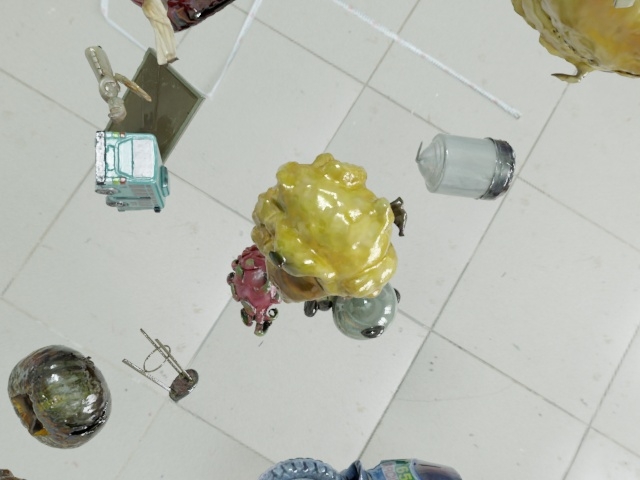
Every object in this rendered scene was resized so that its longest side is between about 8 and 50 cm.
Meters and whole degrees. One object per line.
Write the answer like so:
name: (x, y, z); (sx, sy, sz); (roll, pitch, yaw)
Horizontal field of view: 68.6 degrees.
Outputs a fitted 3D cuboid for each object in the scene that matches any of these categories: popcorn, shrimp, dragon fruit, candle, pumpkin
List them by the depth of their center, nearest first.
popcorn: (0.000, 0.000, 0.886); (0.297, 0.281, 0.315); (42, 126, 20)
shrimp: (-0.490, -0.402, 1.234); (0.108, 0.059, 0.023); (33, 95, -38)
pumpkin: (-0.756, 0.454, 1.365); (0.321, 0.192, 0.320); (13, 118, 27)
dragon fruit: (-0.207, 0.156, 1.566); (0.219, 0.198, 0.272); (9, 116, -9)
candle: (0.480, -0.258, 1.626); (0.343, 0.221, 0.221); (6, 83, -6)

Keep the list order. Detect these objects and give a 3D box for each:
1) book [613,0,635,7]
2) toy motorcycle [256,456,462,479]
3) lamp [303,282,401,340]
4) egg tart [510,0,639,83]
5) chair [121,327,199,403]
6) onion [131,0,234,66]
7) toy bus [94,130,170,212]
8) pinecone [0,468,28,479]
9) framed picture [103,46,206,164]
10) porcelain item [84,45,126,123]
book: (0.165, -0.228, 0.231); (0.012, 0.118, 0.172); (4, 84, 24)
toy motorcycle: (0.057, 0.237, 0.322); (0.136, 0.092, 0.254); (-27, 103, -2)
lamp: (0.087, 0.166, 1.272); (0.244, 0.198, 0.197); (14, 82, 23)
egg tart: (0.351, -0.283, 0.432); (0.388, 0.388, 0.169); (28, 64, 0)
chair: (-0.389, 0.325, 1.198); (0.095, 0.104, 0.221); (-11, 127, 24)
onion: (-0.193, -0.419, 0.574); (0.256, 0.230, 0.272); (-38, 45, 3)
toy bus: (-0.268, -0.093, 0.680); (0.092, 0.160, 0.079); (-2, 80, -15)
pinecone: (-0.382, 0.337, 0.497); (0.169, 0.212, 0.185); (-7, 79, -26)
framed picture: (-0.529, -0.388, 1.471); (0.247, 0.022, 0.335); (44, 113, 9)
porcelain item: (-0.562, -0.409, 1.241); (0.054, 0.084, 0.213); (-24, 75, -4)
